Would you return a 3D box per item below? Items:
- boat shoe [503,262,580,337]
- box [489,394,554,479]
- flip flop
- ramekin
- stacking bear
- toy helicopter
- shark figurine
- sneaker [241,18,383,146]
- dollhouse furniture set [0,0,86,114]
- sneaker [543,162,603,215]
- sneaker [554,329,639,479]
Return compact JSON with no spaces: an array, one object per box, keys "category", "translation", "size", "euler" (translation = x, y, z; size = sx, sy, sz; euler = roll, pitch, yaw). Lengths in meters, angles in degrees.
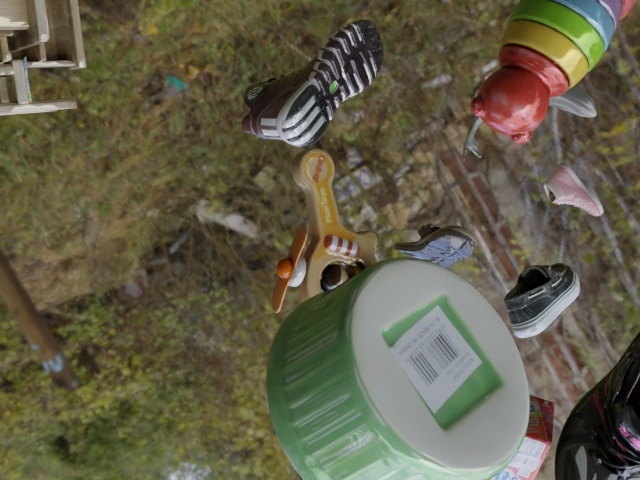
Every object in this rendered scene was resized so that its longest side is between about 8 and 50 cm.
[{"category":"boat shoe","translation":[0.545,0.114,1.870],"size":[0.121,0.119,0.335],"euler":[-17,-169,36]},{"category":"box","translation":[0.383,0.440,1.589],"size":[0.122,0.128,0.256],"euler":[-60,164,-53]},{"category":"flip flop","translation":[0.252,0.000,1.646],"size":[0.080,0.112,0.277],"euler":[-69,-168,-18]},{"category":"ramekin","translation":[0.102,0.167,0.909],"size":[0.303,0.303,0.148],"euler":[-25,168,-44]},{"category":"stacking bear","translation":[0.344,-0.290,1.176],"size":[0.289,0.175,0.164],"euler":[-57,-170,-3]},{"category":"toy helicopter","translation":[0.000,0.000,1.478],"size":[0.235,0.354,0.140],"euler":[-15,-174,-24]},{"category":"shark figurine","translation":[0.387,-0.270,1.491],"size":[0.278,0.166,0.116],"euler":[-20,-171,8]},{"category":"sneaker","translation":[-0.028,-0.252,1.186],"size":[0.163,0.106,0.281],"euler":[7,-137,37]},{"category":"dollhouse furniture set","translation":[-0.328,-0.253,0.869],"size":[0.161,0.212,0.242],"euler":[-11,-167,-33]},{"category":"sneaker","translation":[0.495,-0.083,1.515],"size":[0.070,0.134,0.051],"euler":[-45,-169,-5]},{"category":"sneaker","translation":[0.549,0.329,1.364],"size":[0.202,0.185,0.482],"euler":[-25,138,-58]}]
